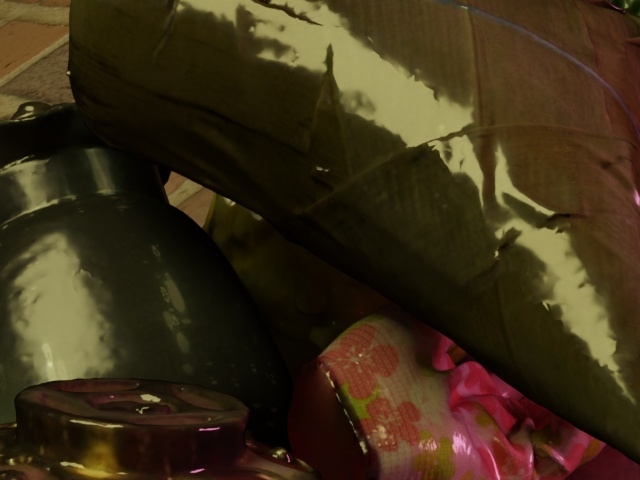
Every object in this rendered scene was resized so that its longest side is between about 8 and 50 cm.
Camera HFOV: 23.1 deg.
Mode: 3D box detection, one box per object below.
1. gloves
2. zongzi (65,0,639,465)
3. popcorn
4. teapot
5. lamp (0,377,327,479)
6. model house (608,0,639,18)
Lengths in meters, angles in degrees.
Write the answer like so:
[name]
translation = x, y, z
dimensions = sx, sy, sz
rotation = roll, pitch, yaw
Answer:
[gloves]
translation = 0.105, 0.093, 0.924
dimensions = 0.241, 0.126, 0.145
rotation = -3, 18, -31
[zongzi]
translation = 0.015, -0.038, 0.845
dimensions = 0.356, 0.174, 0.393
rotation = 12, 33, -1
[popcorn]
translation = 0.026, -0.011, 1.111
dimensions = 0.233, 0.192, 0.266
rotation = -26, 35, -2
[teapot]
translation = -0.135, 0.040, 1.040
dimensions = 0.223, 0.305, 0.285
rotation = -28, 67, 22
[lamp]
translation = -0.100, 0.199, 0.742
dimensions = 0.303, 0.257, 0.303
rotation = 7, 4, -1
[model house]
translation = 0.292, -0.105, 1.009
dimensions = 0.170, 0.194, 0.211
rotation = -31, 27, 5
